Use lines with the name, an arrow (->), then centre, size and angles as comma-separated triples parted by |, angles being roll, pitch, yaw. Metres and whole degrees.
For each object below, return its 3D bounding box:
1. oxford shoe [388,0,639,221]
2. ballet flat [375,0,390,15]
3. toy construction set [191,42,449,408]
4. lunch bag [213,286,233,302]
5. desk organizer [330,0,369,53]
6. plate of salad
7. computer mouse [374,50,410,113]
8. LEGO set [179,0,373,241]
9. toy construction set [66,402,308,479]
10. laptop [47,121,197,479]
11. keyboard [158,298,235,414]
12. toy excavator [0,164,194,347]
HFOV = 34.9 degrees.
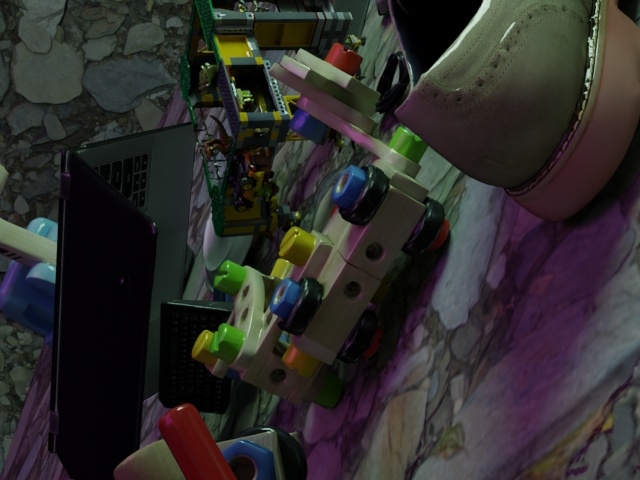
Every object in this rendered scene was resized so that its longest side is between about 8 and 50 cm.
oxford shoe -> 0.130, -0.196, 0.712 | 0.140, 0.146, 0.397 | -54, 19, 41
ballet flat -> 0.084, -0.296, 1.174 | 0.114, 0.041, 0.041 | -27, 42, 65
toy construction set -> 0.000, 0.000, 0.874 | 0.215, 0.151, 0.328 | -125, 50, -71
lunch bag -> -0.079, 0.078, 1.114 | 0.098, 0.065, 0.067 | 178, 94, -74
desk organizer -> 0.023, -0.268, 1.306 | 0.050, 0.047, 0.130 | -45, 27, 55
plate of salad -> -0.112, -0.022, 1.382 | 0.200, 0.048, 0.200 | -45, 37, 50
computer mouse -> 0.102, -0.159, 0.956 | 0.242, 0.041, 0.071 | 168, 108, -75
LEGO set -> -0.039, -0.168, 1.186 | 0.255, 0.192, 0.331 | 104, 155, -43
toy construction set -> -0.061, 0.260, 0.634 | 0.237, 0.257, 0.309 | 56, 155, 19
laptop -> -0.184, 0.093, 1.184 | 0.408, 0.236, 0.382 | -27, -51, -60
keyboard -> -0.115, 0.126, 1.067 | 0.180, 0.108, 0.023 | 101, 170, -47
toy excavator -> -0.429, 0.035, 1.575 | 0.433, 0.445, 0.222 | -32, 38, 62
